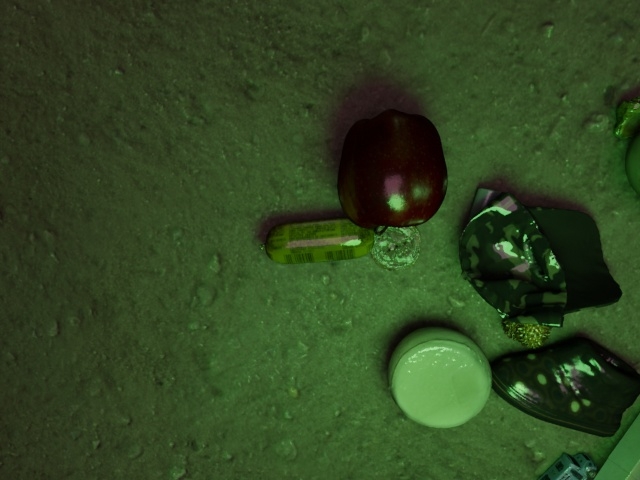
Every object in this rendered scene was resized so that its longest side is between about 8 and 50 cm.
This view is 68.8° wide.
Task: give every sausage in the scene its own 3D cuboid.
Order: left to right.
[{"bbox_3d":[0.000,0.000,1.321,0.348,0.123,0.123,-4,97,5],"label":"sausage"}]

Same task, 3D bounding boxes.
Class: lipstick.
[{"bbox_3d":[0.891,0.595,1.306,0.076,0.080,0.371,37,87,-16],"label":"lipstick"}]

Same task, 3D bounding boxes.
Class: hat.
[{"bbox_3d":[0.585,0.068,1.251,0.257,0.382,0.365,-28,60,46],"label":"hat"}]

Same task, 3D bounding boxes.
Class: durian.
[{"bbox_3d":[0.571,0.217,1.285,0.137,0.158,0.167,29,73,-14],"label":"durian"}]

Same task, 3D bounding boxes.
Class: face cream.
[{"bbox_3d":[0.456,-0.046,1.312,0.084,0.057,0.198,11,100,3],"label":"face cream"}]

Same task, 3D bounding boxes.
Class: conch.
[{"bbox_3d":[0.826,-0.324,1.235,0.089,0.074,0.121,33,125,34],"label":"conch"}]

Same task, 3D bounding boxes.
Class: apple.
[{"bbox_3d":[0.185,-0.168,1.206,0.289,0.288,0.316,-2,83,5],"label":"apple"}]

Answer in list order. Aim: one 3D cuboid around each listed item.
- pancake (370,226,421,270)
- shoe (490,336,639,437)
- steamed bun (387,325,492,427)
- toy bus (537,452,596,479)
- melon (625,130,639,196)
[{"bbox_3d":[0.217,0.013,1.354,0.158,0.028,0.158,0,99,2],"label":"pancake"},{"bbox_3d":[0.674,0.374,1.286,0.385,0.171,0.237,19,105,1],"label":"shoe"},{"bbox_3d":[0.327,0.369,1.312,0.283,0.177,0.282,1,101,4],"label":"steamed bun"},{"bbox_3d":[0.723,0.689,1.373,0.076,0.073,0.167,39,99,0],"label":"toy bus"},{"bbox_3d":[0.916,-0.186,1.158,0.308,0.272,0.271,39,99,6],"label":"melon"}]
